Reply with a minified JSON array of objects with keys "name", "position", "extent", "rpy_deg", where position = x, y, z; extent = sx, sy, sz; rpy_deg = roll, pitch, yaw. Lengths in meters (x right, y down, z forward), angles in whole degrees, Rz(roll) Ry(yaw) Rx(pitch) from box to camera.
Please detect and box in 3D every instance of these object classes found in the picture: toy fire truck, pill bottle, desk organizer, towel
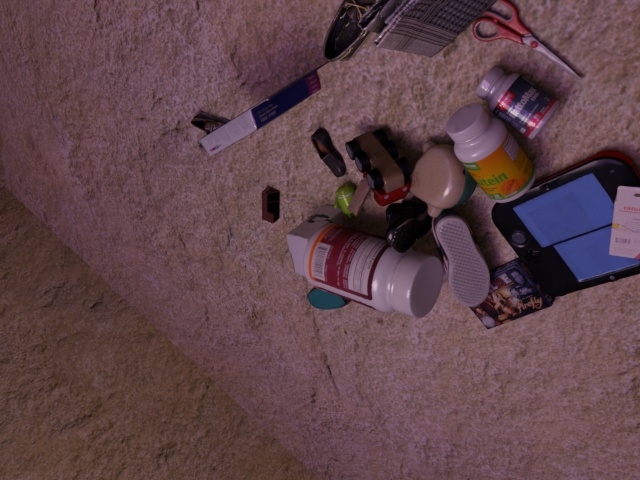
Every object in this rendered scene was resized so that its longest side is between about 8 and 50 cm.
[{"name":"toy fire truck","position":[0.158,-0.168,1.697],"extent":[0.246,0.158,0.217],"rpy_deg":[76,167,-51]},{"name":"pill bottle","position":[0.159,0.091,1.757],"extent":[0.392,0.224,0.224],"rpy_deg":[17,130,38]},{"name":"pill bottle","position":[0.419,-0.219,1.420],"extent":[0.136,0.136,0.246],"rpy_deg":[-14,133,44]},{"name":"desk organizer","position":[-0.183,-0.130,2.106],"extent":[0.050,0.047,0.130],"rpy_deg":[23,133,21]},{"name":"towel","position":[0.273,-0.515,1.210],"extent":[0.312,0.324,0.056],"rpy_deg":[-36,72,37]},{"name":"pill bottle","position":[0.468,-0.336,1.369],"extent":[0.180,0.108,0.108],"rpy_deg":[38,137,10]}]

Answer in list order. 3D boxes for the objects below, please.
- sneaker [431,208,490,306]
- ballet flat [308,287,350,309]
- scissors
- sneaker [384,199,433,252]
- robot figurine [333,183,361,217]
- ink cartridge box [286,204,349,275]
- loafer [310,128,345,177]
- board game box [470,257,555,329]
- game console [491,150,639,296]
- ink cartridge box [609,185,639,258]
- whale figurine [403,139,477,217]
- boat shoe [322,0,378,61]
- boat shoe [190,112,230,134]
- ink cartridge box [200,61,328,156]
[{"name":"sneaker","position":[0.414,0.040,1.685],"extent":[0.126,0.127,0.321],"rpy_deg":[-17,118,9]},{"name":"ballet flat","position":[0.089,0.166,2.060],"extent":[0.123,0.123,0.348],"rpy_deg":[53,141,-7]},{"name":"scissors","position":[0.484,-0.471,1.317],"extent":[0.297,0.021,0.109],"rpy_deg":[32,134,19]},{"name":"sneaker","position":[0.228,-0.049,1.655],"extent":[0.124,0.283,0.107],"rpy_deg":[26,115,23]},{"name":"robot figurine","position":[0.092,-0.132,1.862],"extent":[0.101,0.067,0.115],"rpy_deg":[-9,114,40]},{"name":"ink cartridge box","position":[0.000,0.000,1.928],"extent":[0.093,0.219,0.160],"rpy_deg":[15,128,36]},{"name":"loafer","position":[0.019,-0.270,1.821],"extent":[0.062,0.061,0.170],"rpy_deg":[-20,108,45]},{"name":"board game box","position":[0.554,0.164,1.728],"extent":[0.165,0.042,0.243],"rpy_deg":[50,138,-3]},{"name":"game console","position":[0.674,-0.027,1.474],"extent":[0.386,0.060,0.342],"rpy_deg":[-28,101,48]},{"name":"ink cartridge box","position":[0.741,-0.053,1.318],"extent":[0.115,0.067,0.198],"rpy_deg":[10,132,29]},{"name":"whale figurine","position":[0.331,-0.173,1.605],"extent":[0.272,0.141,0.216],"rpy_deg":[-8,88,65]},{"name":"boat shoe","position":[0.100,-0.589,1.489],"extent":[0.109,0.091,0.305],"rpy_deg":[43,138,4]},{"name":"boat shoe","position":[-0.386,-0.403,2.047],"extent":[0.183,0.066,0.066],"rpy_deg":[21,132,26]},{"name":"ink cartridge box","position":[-0.147,-0.385,1.673],"extent":[0.330,0.324,0.071],"rpy_deg":[-14,112,45]}]
